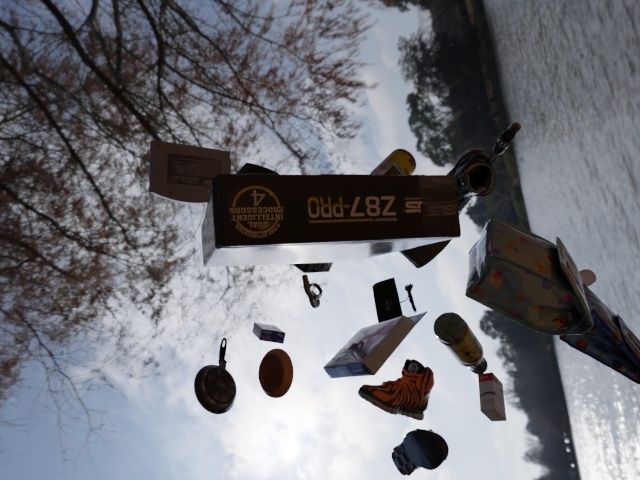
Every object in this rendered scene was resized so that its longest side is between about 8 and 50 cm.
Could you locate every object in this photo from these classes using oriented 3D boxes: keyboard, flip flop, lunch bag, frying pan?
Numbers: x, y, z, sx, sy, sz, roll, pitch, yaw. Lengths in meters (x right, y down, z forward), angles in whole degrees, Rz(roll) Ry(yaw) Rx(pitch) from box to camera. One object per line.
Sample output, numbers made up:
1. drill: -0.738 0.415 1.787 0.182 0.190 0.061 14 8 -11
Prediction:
1. keyboard: 0.359 0.303 2.022 0.317 0.201 0.033 -94 -21 -45
2. flip flop: -0.032 0.252 2.145 0.277 0.080 0.112 72 179 -53
3. lunch bag: 0.484 0.082 0.980 0.223 0.262 0.160 -51 -17 -57
4. lunch bag: 0.884 0.305 1.303 0.293 0.138 0.221 40 -153 9
5. frying pan: -0.387 0.550 1.734 0.197 0.053 0.326 48 -151 -9

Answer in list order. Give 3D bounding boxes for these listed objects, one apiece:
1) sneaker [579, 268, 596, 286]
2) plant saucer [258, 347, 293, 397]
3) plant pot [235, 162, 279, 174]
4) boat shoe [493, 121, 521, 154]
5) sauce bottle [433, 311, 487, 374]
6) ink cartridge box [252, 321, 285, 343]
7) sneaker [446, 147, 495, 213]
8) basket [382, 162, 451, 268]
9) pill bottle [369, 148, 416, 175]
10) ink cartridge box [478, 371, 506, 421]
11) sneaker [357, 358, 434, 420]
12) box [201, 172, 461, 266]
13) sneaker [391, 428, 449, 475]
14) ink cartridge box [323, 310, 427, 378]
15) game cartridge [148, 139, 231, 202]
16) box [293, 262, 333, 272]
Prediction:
1. sneaker: 0.859 0.170 1.521 0.094 0.212 0.080 44 -151 -65
2. plant saucer: -0.193 0.550 1.775 0.037 0.199 0.200 17 -116 -47
3. plant pot: -0.260 -0.204 1.825 0.188 0.166 0.188 -61 -32 -43
4. boat shoe: 0.718 -0.393 1.672 0.056 0.152 0.049 43 -127 19
5. sauce bottle: 0.504 0.371 1.497 0.344 0.111 0.112 45 -139 -40
6. ink cartridge box: -0.211 0.371 1.726 0.097 0.207 0.046 13 -96 -16
7. sneaker: 0.371 -0.124 1.150 0.101 0.269 0.153 30 -165 -4
8. basket: 0.207 -0.054 1.069 0.227 0.154 0.204 45 -139 0
9. pill bottle: 0.262 -0.246 1.611 0.215 0.117 0.117 -45 -57 -30
10. ink cartridge box: 0.599 0.547 1.495 0.099 0.056 0.135 45 -140 -31
11. sneaker: 0.255 0.466 1.397 0.321 0.124 0.180 29 -100 -40
12. box: -0.025 -0.017 0.695 0.317 0.395 0.097 -4 -96 -19
13. sneaker: 0.345 0.655 1.372 0.123 0.146 0.331 62 155 25
14. ink cartridge box: 0.196 0.371 1.586 0.071 0.324 0.330 50 -121 -1
15. game cartridge: -0.444 -0.227 1.474 0.294 0.060 0.196 -1 -86 -46
16. box: 0.000 0.000 1.277 0.147 0.077 0.180 3 -64 -59
